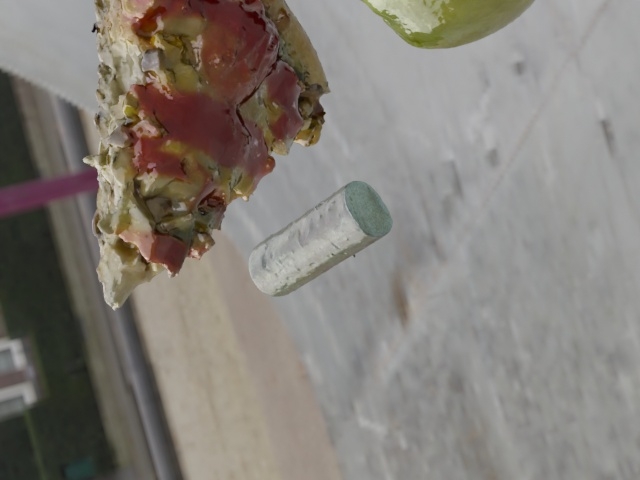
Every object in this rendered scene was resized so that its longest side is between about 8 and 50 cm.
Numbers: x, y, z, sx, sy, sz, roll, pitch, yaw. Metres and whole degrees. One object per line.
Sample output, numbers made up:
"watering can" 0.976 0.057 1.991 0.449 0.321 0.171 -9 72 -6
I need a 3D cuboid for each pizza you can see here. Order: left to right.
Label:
"pizza" -0.057 -0.058 0.730 0.188 0.062 0.199 40 -123 -48

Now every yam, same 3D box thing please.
"yam" 0.000 0.000 1.575 0.169 0.068 0.068 -32 70 44

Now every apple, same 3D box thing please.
"apple" 0.171 -0.374 2.007 0.233 0.258 0.295 38 -167 -29
